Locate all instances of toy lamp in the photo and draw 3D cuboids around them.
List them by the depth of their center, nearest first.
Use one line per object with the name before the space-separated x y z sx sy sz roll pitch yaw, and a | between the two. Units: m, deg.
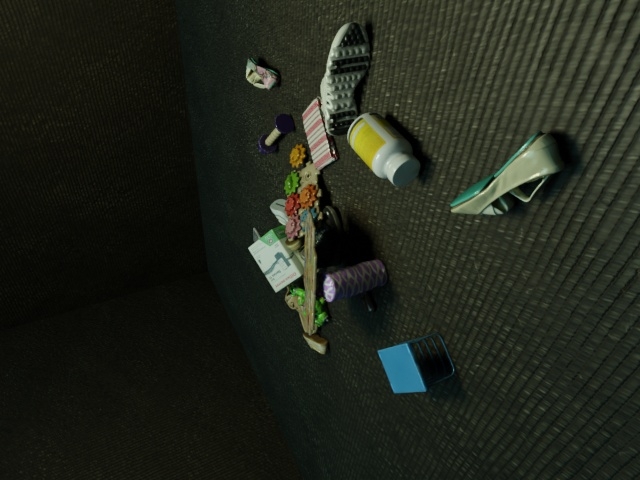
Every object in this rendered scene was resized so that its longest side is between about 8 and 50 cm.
toy lamp | -0.173 -0.384 1.742 0.275 0.080 0.080 -16 91 67

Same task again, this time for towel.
towel | -0.004 -0.328 1.456 0.144 0.029 0.197 -16 87 67

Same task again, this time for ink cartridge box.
ink cartridge box | -0.154 0.071 1.792 0.153 0.087 0.208 -36 85 32

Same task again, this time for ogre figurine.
ogre figurine | -0.033 0.257 1.813 0.118 0.097 0.197 -7 102 61

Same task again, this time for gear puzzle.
gear puzzle | -0.070 -0.177 1.562 0.175 0.044 0.339 -22 64 44

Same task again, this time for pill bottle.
pill bottle | 0.147 -0.208 1.083 0.184 0.103 0.103 56 152 36

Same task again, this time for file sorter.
file sorter | 0.245 0.314 1.205 0.118 0.104 0.170 69 157 12

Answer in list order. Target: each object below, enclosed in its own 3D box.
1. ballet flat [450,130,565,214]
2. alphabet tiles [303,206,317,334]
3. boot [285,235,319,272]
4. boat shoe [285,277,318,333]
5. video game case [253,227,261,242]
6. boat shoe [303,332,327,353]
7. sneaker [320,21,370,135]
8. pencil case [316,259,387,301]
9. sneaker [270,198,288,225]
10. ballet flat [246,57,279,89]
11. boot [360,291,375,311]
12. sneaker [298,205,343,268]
ballet flat | 0.318 -0.089 0.812 0.086 0.086 0.248 68 156 14
alphabet tiles | -0.032 0.088 1.378 0.285 0.011 0.342 -106 16 -65
boot | -0.054 0.049 1.670 0.165 0.077 0.213 62 -177 -8
boat shoe | -0.094 0.227 1.920 0.121 0.110 0.341 2 107 66
video game case | -0.319 0.004 2.419 0.122 0.011 0.087 53 150 40
boat shoe | -0.024 0.427 1.953 0.170 0.063 0.059 18 115 63
sneaker | 0.047 -0.413 1.190 0.292 0.110 0.118 102 154 -48
pencil case | 0.089 0.112 1.305 0.088 0.206 0.086 -46 60 55
sneaker | -0.095 -0.089 1.770 0.258 0.094 0.091 33 162 54
ballet flat | -0.223 -0.598 1.697 0.079 0.077 0.221 -53 46 9
boot | 0.129 0.179 1.478 0.114 0.037 0.106 67 159 5
sneaker | 0.000 0.000 1.532 0.087 0.130 0.227 47 143 44
